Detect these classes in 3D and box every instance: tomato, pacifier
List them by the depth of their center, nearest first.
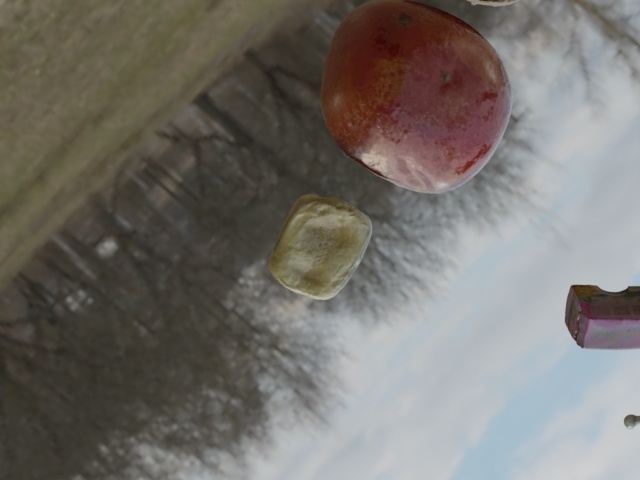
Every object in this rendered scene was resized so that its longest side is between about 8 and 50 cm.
[{"bbox_3d":[0.497,0.278,2.003,0.064,0.083,0.068,-13,-171,17],"label":"pacifier"},{"bbox_3d":[0.171,-0.244,2.068,0.338,0.338,0.143,-51,-173,-25],"label":"tomato"}]

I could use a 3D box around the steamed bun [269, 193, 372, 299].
[{"bbox_3d":[0.000,0.000,2.193,0.172,0.141,0.155,-61,-176,10],"label":"steamed bun"}]

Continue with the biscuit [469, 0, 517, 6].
[{"bbox_3d":[0.306,-0.567,2.367,0.296,0.296,0.075,-49,177,5],"label":"biscuit"}]

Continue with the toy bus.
[{"bbox_3d":[0.556,0.131,2.199,0.112,0.274,0.090,-99,-171,-61],"label":"toy bus"}]
